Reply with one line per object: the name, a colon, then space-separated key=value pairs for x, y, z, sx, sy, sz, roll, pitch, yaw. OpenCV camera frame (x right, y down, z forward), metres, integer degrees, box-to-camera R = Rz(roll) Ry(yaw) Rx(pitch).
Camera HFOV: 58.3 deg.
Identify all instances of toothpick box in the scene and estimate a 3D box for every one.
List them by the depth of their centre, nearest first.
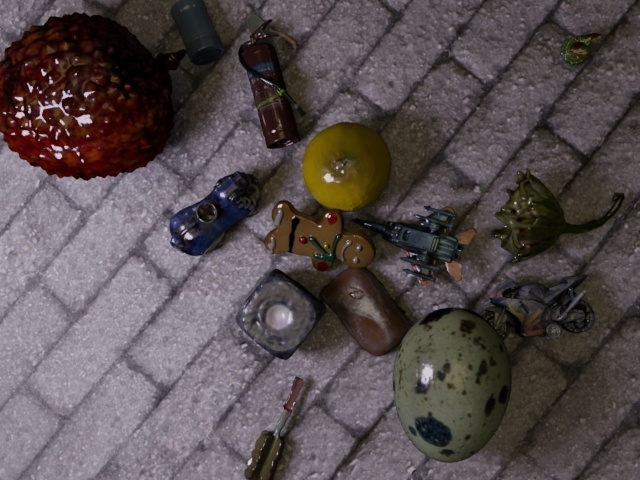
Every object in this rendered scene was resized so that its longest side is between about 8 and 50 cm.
toothpick box: x=-0.343 y=-0.583 z=1.601 sx=0.101 sy=0.101 sz=0.153 roll=-22 pitch=85 yaw=2

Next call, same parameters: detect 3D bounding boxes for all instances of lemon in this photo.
lemon: x=0.067 y=-0.193 z=1.498 sx=0.241 sy=0.219 sz=0.240 roll=0 pitch=91 yaw=5

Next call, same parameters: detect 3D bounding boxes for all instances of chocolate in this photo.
chocolate: x=0.128 y=0.192 z=1.541 sx=0.161 sy=0.083 sz=0.261 roll=-43 pitch=86 yaw=2

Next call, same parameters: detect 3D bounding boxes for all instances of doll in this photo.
doll: x=0.689 y=-0.529 z=1.535 sx=0.078 sy=0.113 sz=0.076 roll=-32 pitch=72 yaw=1

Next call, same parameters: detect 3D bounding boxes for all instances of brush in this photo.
brush: x=-0.115 y=0.509 z=1.547 sx=0.084 sy=0.071 sz=0.301 roll=23 pitch=88 yaw=-7

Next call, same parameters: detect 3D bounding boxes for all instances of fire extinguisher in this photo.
fire extinguisher: x=-0.133 y=-0.433 z=1.577 sx=0.142 sy=0.105 sz=0.341 roll=-15 pitch=87 yaw=7

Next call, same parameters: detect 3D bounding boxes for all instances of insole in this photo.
insole: x=-0.166 y=-0.582 z=1.639 sx=0.053 sy=0.002 sz=0.152 roll=-26 pitch=86 yaw=1

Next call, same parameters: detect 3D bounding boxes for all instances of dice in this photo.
dice: x=-0.102 y=0.192 z=1.505 sx=0.182 sy=0.183 sz=0.181 roll=40 pitch=88 yaw=4

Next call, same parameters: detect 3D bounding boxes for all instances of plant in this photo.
plant: x=0.630 y=-0.040 z=1.488 sx=0.334 sy=0.180 sz=0.251 roll=12 pitch=98 yaw=0

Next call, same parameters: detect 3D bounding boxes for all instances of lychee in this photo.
lychee: x=-0.561 y=-0.365 z=1.454 sx=0.500 sy=0.424 sz=0.424 roll=-25 pitch=86 yaw=-13

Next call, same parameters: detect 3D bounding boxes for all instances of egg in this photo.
egg: x=0.320 y=0.355 z=1.417 sx=0.288 sy=0.287 sz=0.379 roll=9 pitch=84 yaw=4

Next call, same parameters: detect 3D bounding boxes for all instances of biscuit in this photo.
biscuit: x=0.000 y=0.000 z=1.527 sx=0.302 sy=0.049 sz=0.196 roll=17 pitch=128 yaw=5

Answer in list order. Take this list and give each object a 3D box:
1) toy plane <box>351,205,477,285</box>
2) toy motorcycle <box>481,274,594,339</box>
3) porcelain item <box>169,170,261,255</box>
toy plane: x=0.238 y=-0.009 z=1.534 sx=0.326 sy=0.104 sz=0.222 roll=18 pitch=89 yaw=4
toy motorcycle: x=0.561 y=0.175 z=1.507 sx=0.307 sy=0.108 sz=0.173 roll=-8 pitch=81 yaw=1
porcelain item: x=-0.281 y=-0.072 z=1.529 sx=0.288 sy=0.186 sz=0.138 roll=-38 pitch=87 yaw=2
